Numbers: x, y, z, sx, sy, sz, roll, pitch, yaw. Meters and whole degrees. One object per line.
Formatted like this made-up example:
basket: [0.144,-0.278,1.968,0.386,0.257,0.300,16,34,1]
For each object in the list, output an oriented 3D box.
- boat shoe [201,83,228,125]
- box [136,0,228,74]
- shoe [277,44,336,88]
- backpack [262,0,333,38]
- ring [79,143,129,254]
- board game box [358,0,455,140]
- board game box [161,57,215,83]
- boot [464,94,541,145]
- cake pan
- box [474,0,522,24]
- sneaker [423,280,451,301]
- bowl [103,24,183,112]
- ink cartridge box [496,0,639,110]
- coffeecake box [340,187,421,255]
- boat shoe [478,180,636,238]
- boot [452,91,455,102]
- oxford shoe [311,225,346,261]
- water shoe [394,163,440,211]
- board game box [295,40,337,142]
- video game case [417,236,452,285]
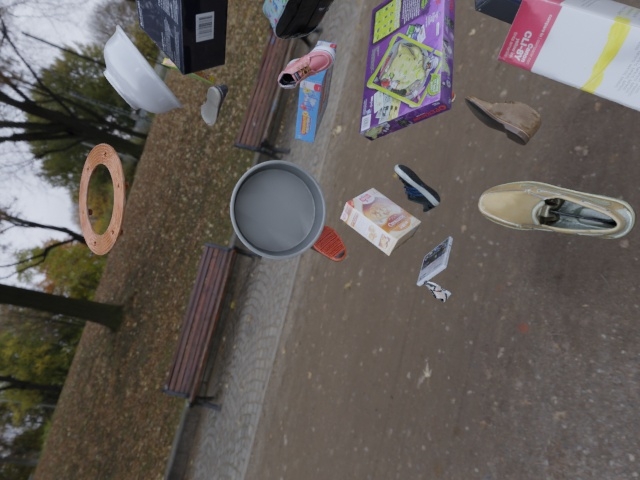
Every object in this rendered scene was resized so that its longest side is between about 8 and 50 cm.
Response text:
boat shoe: [-0.381,-0.493,1.476,0.065,0.075,0.206,-44,4,-31]
box: [-0.473,-0.813,1.365,0.312,0.179,0.343,48,147,16]
shoe: [-0.040,-0.462,1.094,0.178,0.063,0.081,3,54,45]
backpack: [-0.079,-0.824,1.383,0.191,0.225,0.253,60,148,9]
ring: [-0.662,-0.124,1.235,0.337,0.032,0.336,1,92,41]
board game box: [0.189,-0.408,0.882,0.208,0.056,0.346,-12,65,51]
board game box: [-0.553,-0.705,1.677,0.259,0.124,0.039,28,100,42]
boot: [0.696,-0.490,1.552,0.305,0.112,0.115,44,101,26]
cake pan: [-0.126,-0.090,1.213,0.054,0.293,0.293,3,76,69]
box: [0.731,-0.975,1.586,0.103,0.261,0.184,169,102,-64]
sneaker: [0.397,0.174,1.385,0.043,0.109,0.040,-59,11,-2]
bowl: [-0.595,-0.521,1.312,0.134,0.297,0.298,-39,22,-3]
ink cartridge box: [0.685,-0.479,0.990,0.279,0.385,0.160,-38,-29,-40]
coffeecake box: [0.177,-0.060,1.193,0.142,0.185,0.068,-32,-27,-42]
boat shoe: [0.289,-0.041,0.527,0.190,0.072,0.068,11,106,47]
boot: [0.426,-0.520,1.447,0.059,0.158,0.084,27,139,48]
oxford shoe: [0.000,0.000,1.477,0.271,0.097,0.098,43,159,35]
water shoe: [0.315,-0.172,1.381,0.080,0.203,0.073,-44,12,36]
board game box: [-0.021,-0.642,1.758,0.308,0.086,0.301,102,-177,-54]
video game case: [0.497,0.093,1.760,0.190,0.022,0.173,-53,8,51]
